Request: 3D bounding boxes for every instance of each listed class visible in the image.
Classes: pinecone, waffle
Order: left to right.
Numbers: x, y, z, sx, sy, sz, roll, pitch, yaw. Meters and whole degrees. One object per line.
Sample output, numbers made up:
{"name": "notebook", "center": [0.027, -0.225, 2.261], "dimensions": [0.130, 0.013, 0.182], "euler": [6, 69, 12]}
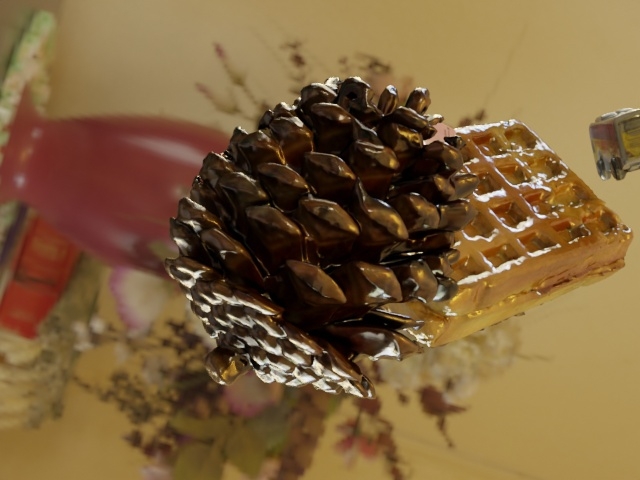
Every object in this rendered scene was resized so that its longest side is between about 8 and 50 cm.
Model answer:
{"name": "pinecone", "center": [0.000, 0.000, 1.073], "dimensions": [0.272, 0.224, 0.224], "euler": [-58, -178, -17]}
{"name": "waffle", "center": [0.171, -0.019, 1.515], "dimensions": [0.224, 0.328, 0.098], "euler": [52, -44, 23]}

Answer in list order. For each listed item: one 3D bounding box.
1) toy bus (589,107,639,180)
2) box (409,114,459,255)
{"name": "toy bus", "center": [0.346, -0.110, 1.577], "dimensions": [0.190, 0.064, 0.075], "euler": [-65, 138, -86]}
{"name": "box", "center": [0.091, -0.055, 1.321], "dimensions": [0.089, 0.043, 0.125], "euler": [-56, -167, 25]}
